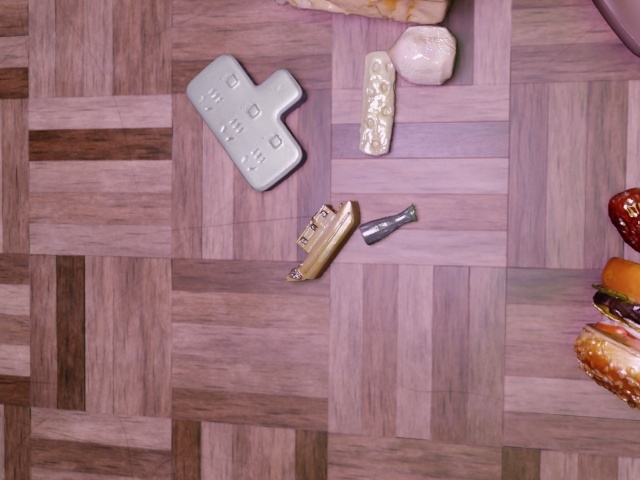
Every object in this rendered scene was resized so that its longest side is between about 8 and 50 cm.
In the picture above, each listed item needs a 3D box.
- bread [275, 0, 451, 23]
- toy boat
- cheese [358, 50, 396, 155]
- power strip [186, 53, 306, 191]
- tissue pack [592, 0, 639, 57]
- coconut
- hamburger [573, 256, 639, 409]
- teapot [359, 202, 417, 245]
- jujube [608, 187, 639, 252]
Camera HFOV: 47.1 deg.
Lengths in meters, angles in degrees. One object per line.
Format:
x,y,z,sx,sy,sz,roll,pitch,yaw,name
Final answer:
0.086,-0.583,1.237,0.390,0.279,0.371,10,89,14,bread
0.000,0.000,1.401,0.077,0.057,0.200,39,101,14,toy boat
0.107,-0.255,1.370,0.065,0.043,0.194,6,93,15,cheese
-0.119,-0.247,1.418,0.193,0.059,0.265,-37,83,13,power strip
0.615,-0.467,1.120,0.387,0.277,0.267,-33,87,14,tissue pack
0.181,-0.336,1.318,0.124,0.110,0.110,9,94,8,coconut
0.548,0.166,1.160,0.291,0.291,0.225,25,94,12,hamburger
0.130,-0.031,1.375,0.110,0.043,0.043,-25,86,11,teapot
0.548,-0.029,1.258,0.077,0.077,0.129,-35,95,13,jujube
